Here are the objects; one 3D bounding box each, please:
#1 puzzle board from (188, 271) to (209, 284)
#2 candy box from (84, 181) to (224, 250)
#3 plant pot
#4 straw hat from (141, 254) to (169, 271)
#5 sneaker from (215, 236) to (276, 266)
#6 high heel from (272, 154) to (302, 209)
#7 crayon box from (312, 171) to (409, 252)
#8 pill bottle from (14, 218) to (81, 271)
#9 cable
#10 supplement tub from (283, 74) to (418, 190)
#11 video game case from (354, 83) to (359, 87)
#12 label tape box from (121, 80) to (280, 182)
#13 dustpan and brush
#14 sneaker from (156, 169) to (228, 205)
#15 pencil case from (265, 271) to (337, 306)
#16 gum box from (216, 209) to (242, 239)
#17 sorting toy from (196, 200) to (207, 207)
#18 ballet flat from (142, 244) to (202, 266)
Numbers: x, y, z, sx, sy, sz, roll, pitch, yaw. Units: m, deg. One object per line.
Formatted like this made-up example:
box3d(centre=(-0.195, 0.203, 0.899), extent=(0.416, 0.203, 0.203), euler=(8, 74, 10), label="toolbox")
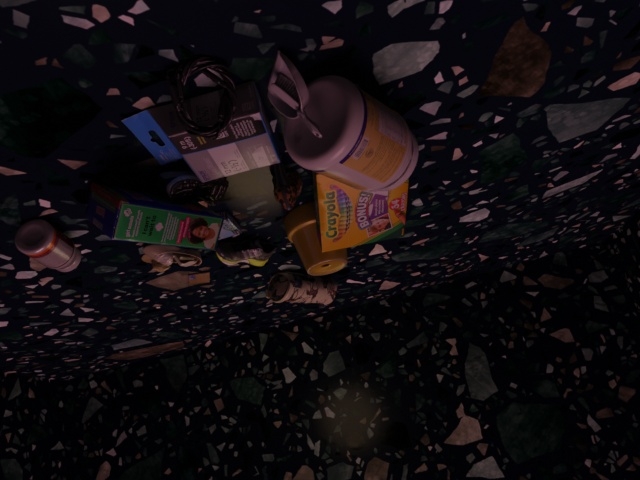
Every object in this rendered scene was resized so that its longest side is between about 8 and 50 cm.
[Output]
box3d(centre=(-0.575, 0.179, 2.421), extent=(0.097, 0.011, 0.128), euler=(-6, 157, -15), label="puzzle board")
box3d(centre=(-0.498, -0.073, 1.526), extent=(0.317, 0.122, 0.268), euler=(6, -167, -42), label="candy box")
box3d(centre=(0.000, 0.000, 2.022), extent=(0.254, 0.238, 0.254), euler=(-11, 157, -5), label="plant pot")
box3d(centre=(-0.657, 0.096, 2.099), extent=(0.145, 0.061, 0.144), euler=(-12, 158, -5), label="straw hat")
box3d(centre=(-0.312, 0.031, 2.120), extent=(0.300, 0.111, 0.121), euler=(4, 143, -49), label="sneaker")
box3d(centre=(-0.101, -0.144, 1.676), extent=(0.093, 0.186, 0.261), euler=(-17, 158, 7), label="high heel")
box3d(centre=(0.138, -0.141, 1.771), extent=(0.313, 0.106, 0.362), euler=(-12, 135, -7), label="crayon box")
box3d(centre=(-0.897, 0.024, 1.698), extent=(0.121, 0.121, 0.221), euler=(-13, 159, -3), label="pill bottle")
box3d(centre=(-0.268, -0.329, 1.193), extent=(0.151, 0.184, 0.047), euler=(-21, -160, -12), label="cable")
box3d(centre=(0.092, -0.267, 1.355), extent=(0.241, 0.241, 0.331), euler=(-28, 154, 32), label="supplement tub")
box3d(centre=(0.006, -0.359, 1.438), extent=(0.201, 0.023, 0.183), euler=(-11, 158, -4), label="video game case")
box3d(centre=(-0.304, -0.265, 1.360), extent=(0.348, 0.115, 0.249), euler=(-16, 158, 1), label="label tape box")
box3d(centre=(-0.059, -0.329, 1.222), extent=(0.060, 0.211, 0.147), euler=(-44, 174, -30), label="dustpan and brush")
box3d(centre=(-0.386, -0.174, 1.578), extent=(0.272, 0.108, 0.100), euler=(-1, 121, -62), label="sneaker")
box3d(centre=(-0.097, 0.263, 2.713), extent=(0.410, 0.159, 0.183), euler=(11, 133, -47), label="pencil case")
box3d(centre=(-0.411, -0.045, 1.930), extent=(0.185, 0.041, 0.157), euler=(-17, 158, 5), label="gum box")
box3d(centre=(-0.433, -0.123, 1.763), extent=(0.083, 0.012, 0.062), euler=(-11, 163, -17), label="sorting toy")
box3d(centre=(-0.583, 0.065, 2.037), extent=(0.248, 0.086, 0.086), euler=(8, 150, -45), label="ballet flat")
